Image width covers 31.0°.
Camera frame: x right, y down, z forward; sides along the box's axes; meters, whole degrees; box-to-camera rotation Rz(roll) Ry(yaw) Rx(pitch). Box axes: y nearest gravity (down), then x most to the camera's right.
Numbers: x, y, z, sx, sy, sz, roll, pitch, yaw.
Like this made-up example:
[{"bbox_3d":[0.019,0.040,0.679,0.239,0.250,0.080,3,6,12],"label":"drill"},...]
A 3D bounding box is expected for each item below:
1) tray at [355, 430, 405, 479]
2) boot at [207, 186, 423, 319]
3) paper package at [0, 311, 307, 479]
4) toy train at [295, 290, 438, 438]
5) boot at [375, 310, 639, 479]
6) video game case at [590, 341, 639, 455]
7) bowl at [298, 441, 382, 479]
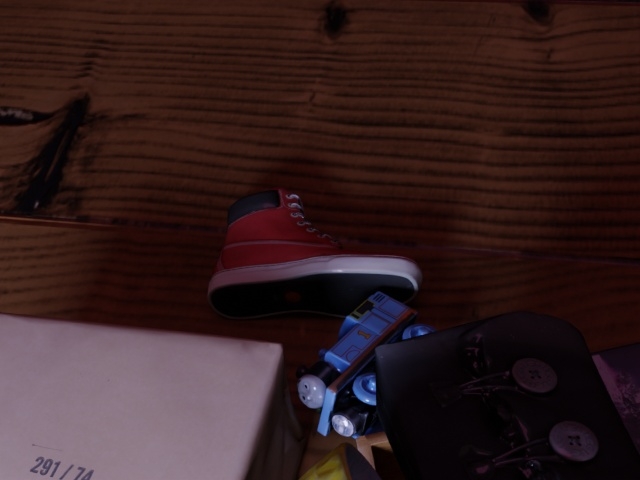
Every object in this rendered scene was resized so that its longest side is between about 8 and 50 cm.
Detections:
[{"bbox_3d":[0.253,0.246,1.078,0.411,0.076,0.203,-12,48,1],"label":"tray"},{"bbox_3d":[0.000,0.000,1.337,0.244,0.088,0.176,-2,47,13],"label":"boot"},{"bbox_3d":[-0.209,0.239,1.102,0.325,0.168,0.309,5,50,15],"label":"paper package"},{"bbox_3d":[0.050,0.132,1.191,0.105,0.080,0.184,27,41,23],"label":"toy train"},{"bbox_3d":[0.266,0.235,0.920,0.367,0.146,0.445,2,31,-18],"label":"boot"},{"bbox_3d":[0.241,0.193,1.062,0.274,0.026,0.196,-12,48,-2],"label":"video game case"},{"bbox_3d":[0.026,0.313,0.852,0.156,0.289,0.289,-31,49,2],"label":"bowl"}]
